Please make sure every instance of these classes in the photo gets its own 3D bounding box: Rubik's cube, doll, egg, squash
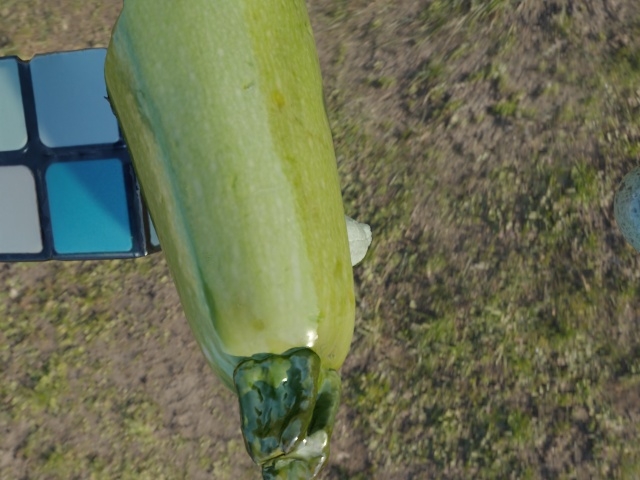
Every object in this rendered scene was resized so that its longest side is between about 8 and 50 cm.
[{"bbox_3d":[-0.192,-0.079,0.846,0.180,0.183,0.167,-2,101,18],"label":"Rubik's cube"},{"bbox_3d":[0.000,0.000,1.178,0.103,0.214,0.072,0,91,25],"label":"doll"},{"bbox_3d":[0.485,-0.032,1.357,0.132,0.132,0.172,-42,92,21],"label":"egg"},{"bbox_3d":[-0.039,0.000,0.548,0.137,0.137,0.288,-19,75,18],"label":"squash"}]
